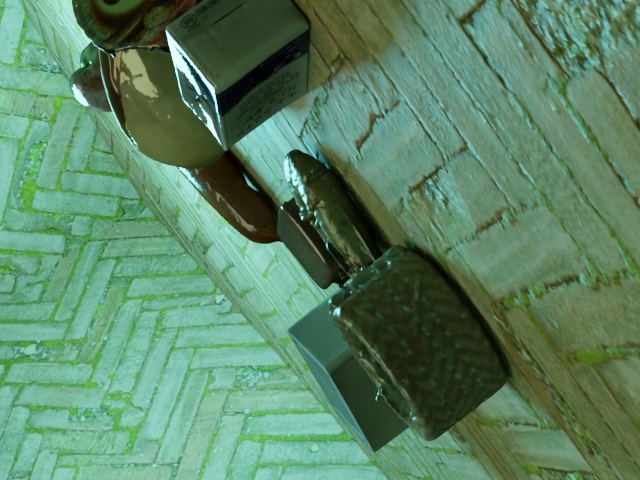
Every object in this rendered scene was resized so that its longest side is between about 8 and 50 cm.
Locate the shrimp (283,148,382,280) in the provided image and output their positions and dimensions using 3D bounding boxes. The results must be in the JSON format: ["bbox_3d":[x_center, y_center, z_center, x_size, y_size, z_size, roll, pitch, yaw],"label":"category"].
[{"bbox_3d":[0.027,-0.012,1.727,0.267,0.061,0.145,50,159,6],"label":"shrimp"}]

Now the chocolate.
[{"bbox_3d":[-0.186,-0.304,1.527,0.221,0.221,0.147,46,-169,35],"label":"chocolate"}]

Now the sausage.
[{"bbox_3d":[-0.191,-0.115,2.289,0.348,0.094,0.097,50,174,17],"label":"sausage"}]

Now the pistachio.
[{"bbox_3d":[-0.223,-0.233,1.805,0.187,0.187,0.299,43,161,44],"label":"pistachio"}]

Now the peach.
[{"bbox_3d":[-0.456,-0.344,2.612,0.152,0.152,0.152,51,169,14],"label":"peach"}]

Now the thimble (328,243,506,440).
[{"bbox_3d":[0.124,0.138,1.588,0.229,0.148,0.196,57,168,-30],"label":"thimble"}]

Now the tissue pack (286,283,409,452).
[{"bbox_3d":[0.069,0.225,2.134,0.159,0.136,0.246,41,163,48],"label":"tissue pack"}]

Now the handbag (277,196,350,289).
[{"bbox_3d":[0.000,0.000,1.895,0.151,0.072,0.193,52,167,10],"label":"handbag"}]

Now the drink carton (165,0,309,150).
[{"bbox_3d":[-0.094,-0.210,1.453,0.102,0.134,0.222,49,169,11],"label":"drink carton"}]
